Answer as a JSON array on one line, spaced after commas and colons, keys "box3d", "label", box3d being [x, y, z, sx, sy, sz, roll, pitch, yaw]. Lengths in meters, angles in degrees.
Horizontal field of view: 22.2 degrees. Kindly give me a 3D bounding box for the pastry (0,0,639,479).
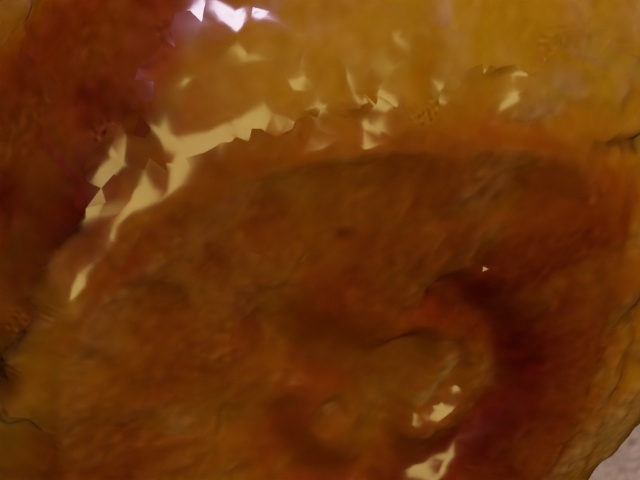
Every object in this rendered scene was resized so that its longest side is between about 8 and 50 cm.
[{"box3d": [0.000, 0.000, 0.615, 0.356, 0.164, 0.356, -15, 129, -19], "label": "pastry"}]
